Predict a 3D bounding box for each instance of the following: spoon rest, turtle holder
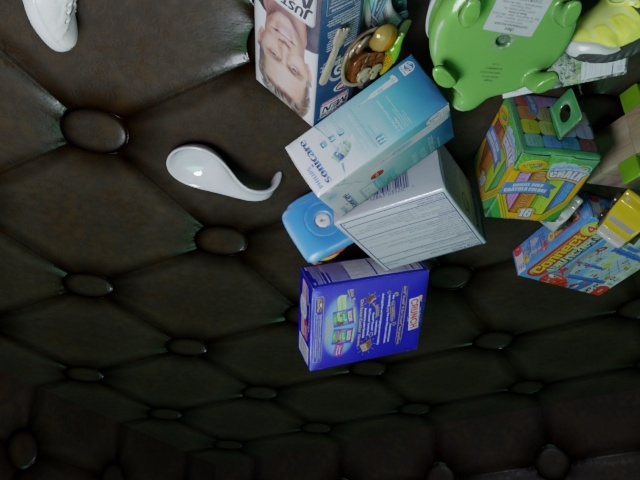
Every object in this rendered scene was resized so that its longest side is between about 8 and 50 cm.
[{"bbox_3d":[-0.227,-0.155,1.588,0.276,0.084,0.137,13,143,-21],"label":"spoon rest"},{"bbox_3d":[0.304,-0.374,1.158,0.243,0.228,0.320,-12,145,14],"label":"turtle holder"}]

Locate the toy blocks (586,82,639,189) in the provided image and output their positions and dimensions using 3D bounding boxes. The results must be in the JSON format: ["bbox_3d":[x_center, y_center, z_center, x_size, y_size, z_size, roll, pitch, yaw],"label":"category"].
[{"bbox_3d":[0.771,-0.217,1.463,0.260,0.191,0.381,4,157,-23],"label":"toy blocks"}]

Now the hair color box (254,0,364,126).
[{"bbox_3d":[-0.024,-0.386,1.165,0.105,0.174,0.347,-36,154,-24],"label":"hair color box"}]

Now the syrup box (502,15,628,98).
[{"bbox_3d":[0.461,-0.360,1.295,0.236,0.096,0.093,-9,143,12],"label":"syrup box"}]

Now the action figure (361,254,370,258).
[{"bbox_3d":[0.108,0.119,1.881,0.275,0.141,0.164,-6,121,-33],"label":"action figure"}]

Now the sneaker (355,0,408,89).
[{"bbox_3d":[0.104,-0.391,1.237,0.122,0.110,0.283,-10,148,-3],"label":"sneaker"}]

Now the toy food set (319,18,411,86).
[{"bbox_3d":[0.089,-0.322,1.179,0.192,0.038,0.132,-23,150,-40],"label":"toy food set"}]

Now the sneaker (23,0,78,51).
[{"bbox_3d":[-0.441,-0.444,1.144,0.123,0.106,0.290,3,144,-1],"label":"sneaker"}]

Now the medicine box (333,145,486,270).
[{"bbox_3d":[0.207,-0.075,1.555,0.263,0.149,0.289,-17,148,25],"label":"medicine box"}]

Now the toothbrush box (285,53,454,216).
[{"bbox_3d":[0.105,-0.195,1.325,0.295,0.126,0.216,-34,166,6],"label":"toothbrush box"}]

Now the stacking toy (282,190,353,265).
[{"bbox_3d":[0.000,0.000,1.781,0.175,0.166,0.302,-28,163,-12],"label":"stacking toy"}]

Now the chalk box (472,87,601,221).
[{"bbox_3d":[0.474,-0.198,1.460,0.179,0.180,0.289,4,144,-7],"label":"chalk box"}]

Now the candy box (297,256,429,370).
[{"bbox_3d":[0.108,0.182,1.762,0.317,0.122,0.268,-7,122,-17],"label":"candy box"}]

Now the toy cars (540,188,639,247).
[{"bbox_3d":[0.620,-0.049,1.582,0.176,0.087,0.393,50,168,-24],"label":"toy cars"}]

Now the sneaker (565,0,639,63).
[{"bbox_3d":[0.568,-0.441,1.116,0.384,0.145,0.147,-34,129,4],"label":"sneaker"}]

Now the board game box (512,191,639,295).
[{"bbox_3d":[0.753,0.019,1.858,0.301,0.086,0.308,13,143,-20],"label":"board game box"}]

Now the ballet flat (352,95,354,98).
[{"bbox_3d":[0.107,-0.241,1.491,0.221,0.077,0.079,29,155,-37],"label":"ballet flat"}]
